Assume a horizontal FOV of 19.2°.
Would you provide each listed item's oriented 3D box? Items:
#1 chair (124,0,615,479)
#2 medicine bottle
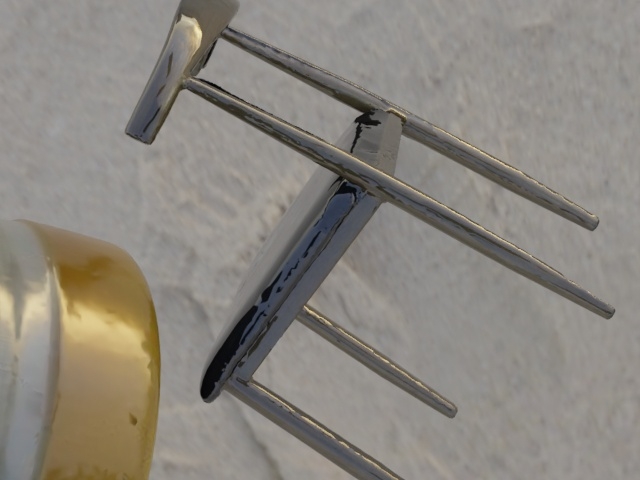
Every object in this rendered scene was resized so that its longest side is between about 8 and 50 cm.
[{"bbox_3d":[0.000,0.000,1.035,0.272,0.188,0.166,34,108,-5],"label":"chair"},{"bbox_3d":[-0.231,0.091,0.957,0.232,0.238,0.238,15,66,-28],"label":"medicine bottle"}]
